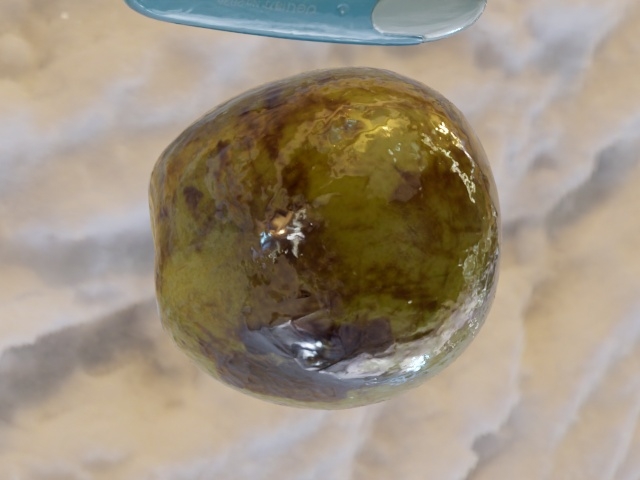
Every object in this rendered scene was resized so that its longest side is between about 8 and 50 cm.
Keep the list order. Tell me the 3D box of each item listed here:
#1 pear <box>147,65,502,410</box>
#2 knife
[{"bbox_3d":[0.000,0.000,1.184,0.283,0.283,0.283,-15,111,-42],"label":"pear"},{"bbox_3d":[-0.007,-0.143,0.885,0.222,0.031,0.064,1,131,-22],"label":"knife"}]
